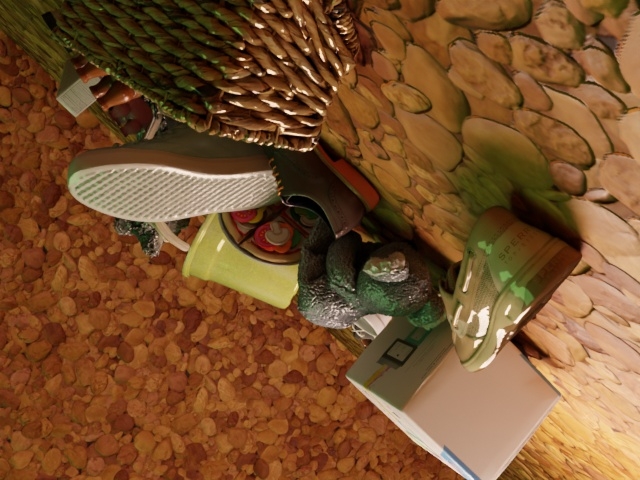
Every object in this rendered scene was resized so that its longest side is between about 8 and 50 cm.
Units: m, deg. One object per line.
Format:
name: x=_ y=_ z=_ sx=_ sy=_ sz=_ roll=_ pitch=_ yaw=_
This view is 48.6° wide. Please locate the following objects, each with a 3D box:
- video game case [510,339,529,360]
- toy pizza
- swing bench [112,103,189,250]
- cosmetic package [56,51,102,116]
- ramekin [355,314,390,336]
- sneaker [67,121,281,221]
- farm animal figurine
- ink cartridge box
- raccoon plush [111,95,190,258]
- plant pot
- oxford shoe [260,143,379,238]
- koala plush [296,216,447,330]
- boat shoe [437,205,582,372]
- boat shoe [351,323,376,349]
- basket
video game case: x=0.313 y=0.211 z=1.303 sx=0.196 sy=0.026 sz=0.274 roll=33 pitch=167 yaw=41
toy pizza: x=-0.072 y=-0.049 z=1.201 sx=0.201 sy=0.201 sz=0.032 roll=40 pitch=148 yaw=10
swing bench: x=-0.263 y=-0.145 z=1.305 sx=0.165 sy=0.254 sz=0.253 roll=49 pitch=168 yaw=-32
cosmetic package: x=-0.507 y=-0.358 z=1.534 sx=0.060 sy=0.099 sz=0.239 roll=50 pitch=-169 yaw=-33
ramekin: x=0.075 y=0.091 z=1.450 sx=0.207 sy=0.109 sz=0.207 roll=41 pitch=170 yaw=9
sneaker: x=-0.218 y=-0.125 z=1.110 sx=0.135 sy=0.366 sz=0.150 roll=-54 pitch=50 yaw=40
farm animal figurine: x=-0.289 y=-0.318 z=0.997 sx=0.326 sy=0.172 sz=0.330 roll=59 pitch=173 yaw=-19
ink cartridge box: x=0.208 y=0.240 z=1.185 sx=0.198 sy=0.197 sz=0.270 roll=45 pitch=170 yaw=-12
raccoon plush: x=-0.406 y=-0.178 z=1.577 sx=0.216 sy=0.299 sz=0.446 roll=31 pitch=165 yaw=49
plant pot: x=-0.147 y=0.027 z=1.677 sx=0.254 sy=0.276 sz=0.276 roll=30 pitch=169 yaw=1
oxford shoe: x=-0.044 y=-0.114 z=1.060 sx=0.271 sy=0.098 sz=0.097 roll=40 pitch=170 yaw=11
koala plush: x=0.088 y=0.063 z=1.124 sx=0.221 sy=0.203 sz=0.196 roll=12 pitch=151 yaw=47
boat shoe: x=0.206 y=0.061 z=0.851 sx=0.110 sy=0.122 sz=0.341 roll=43 pitch=161 yaw=18
boat shoe: x=0.125 y=0.243 z=1.986 sx=0.084 sy=0.079 sz=0.233 roll=37 pitch=168 yaw=32
basket: x=-0.097 y=-0.249 z=0.727 sx=0.299 sy=0.222 sz=0.214 roll=34 pitch=-160 yaw=37
